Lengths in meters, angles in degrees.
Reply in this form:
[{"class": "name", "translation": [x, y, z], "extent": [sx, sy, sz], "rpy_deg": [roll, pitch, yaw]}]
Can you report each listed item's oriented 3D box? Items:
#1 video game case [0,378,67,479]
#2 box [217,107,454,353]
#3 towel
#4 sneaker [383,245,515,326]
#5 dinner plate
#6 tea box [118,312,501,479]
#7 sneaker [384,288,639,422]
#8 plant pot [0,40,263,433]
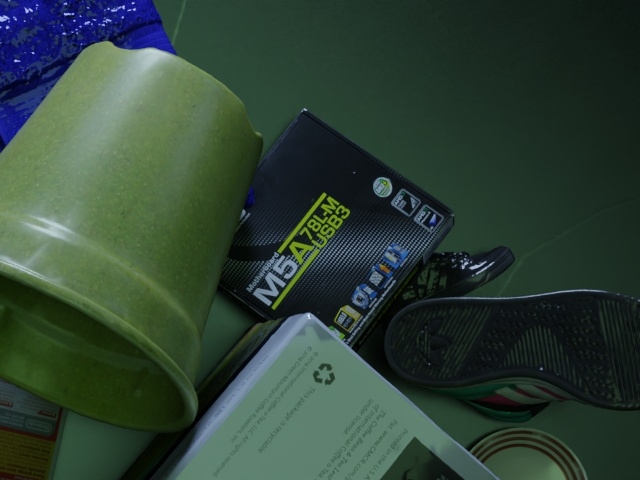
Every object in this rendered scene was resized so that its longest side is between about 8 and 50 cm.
[{"class": "video game case", "translation": [-0.315, 0.187, 1.516], "extent": [0.204, 0.025, 0.285], "rpy_deg": [24, 74, -49]}, {"class": "box", "translation": [0.000, 0.000, 1.623], "extent": [0.184, 0.045, 0.191], "rpy_deg": [37, 80, 12]}, {"class": "towel", "translation": [-0.225, -0.118, 1.587], "extent": [0.227, 0.076, 0.308], "rpy_deg": [-28, 85, -5]}, {"class": "sneaker", "translation": [0.096, 0.026, 1.656], "extent": [0.170, 0.051, 0.089], "rpy_deg": [-30, 92, 0]}, {"class": "dinner plate", "translation": [0.195, 0.254, 1.672], "extent": [0.141, 0.017, 0.141], "rpy_deg": [1, 86, -9]}, {"class": "tea box", "translation": [-0.061, 0.257, 1.472], "extent": [0.220, 0.323, 0.329], "rpy_deg": [41, 78, -4]}, {"class": "sneaker", "translation": [0.225, 0.113, 1.607], "extent": [0.295, 0.178, 0.124], "rpy_deg": [4, 84, 20]}, {"class": "plant pot", "translation": [-0.177, -0.017, 1.428], "extent": [0.276, 0.276, 0.254], "rpy_deg": [28, 66, -6]}]
